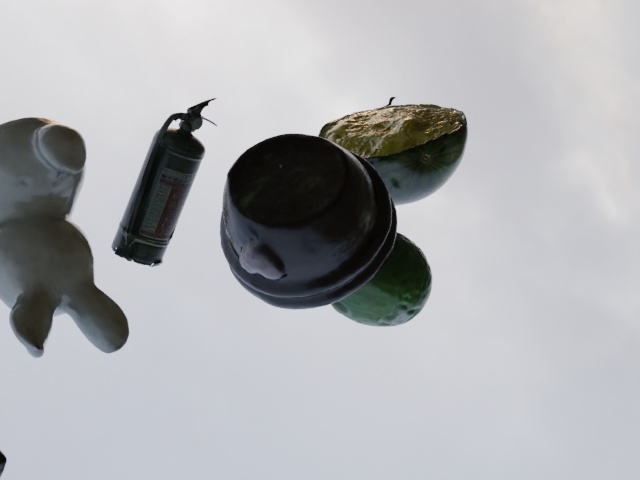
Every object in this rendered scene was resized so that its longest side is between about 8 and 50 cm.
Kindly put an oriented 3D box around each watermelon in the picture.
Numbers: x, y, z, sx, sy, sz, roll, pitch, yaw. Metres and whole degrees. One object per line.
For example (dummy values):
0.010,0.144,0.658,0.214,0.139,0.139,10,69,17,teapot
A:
0.104,-0.118,1.481,0.204,0.127,0.232,-26,-154,-27,watermelon

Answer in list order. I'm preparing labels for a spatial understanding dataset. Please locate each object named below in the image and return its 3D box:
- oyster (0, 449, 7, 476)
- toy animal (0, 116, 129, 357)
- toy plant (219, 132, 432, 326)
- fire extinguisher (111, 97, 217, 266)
-0.456,0.288,0.941,0.221,0.361,0.096,39,169,-19,oyster
-0.415,0.002,1.580,0.196,0.241,0.368,-1,-108,-43,toy animal
0.000,0.000,1.069,0.235,0.218,0.175,66,-141,-59,toy plant
-0.251,-0.104,1.715,0.093,0.294,0.118,34,-162,35,fire extinguisher
